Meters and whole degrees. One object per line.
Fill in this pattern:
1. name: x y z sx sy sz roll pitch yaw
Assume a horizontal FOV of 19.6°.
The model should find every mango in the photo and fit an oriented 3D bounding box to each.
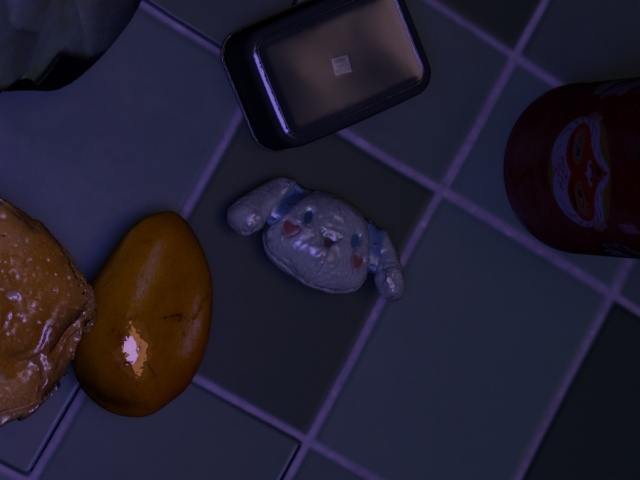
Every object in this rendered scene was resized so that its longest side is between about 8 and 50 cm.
1. mango: -0.180 0.076 1.933 0.145 0.112 0.219 22 82 -33

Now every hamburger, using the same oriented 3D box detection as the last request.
1. hamburger: -0.360 0.064 1.852 0.244 0.163 0.244 0 91 -27

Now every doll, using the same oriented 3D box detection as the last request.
1. doll: 0.000 0.000 2.016 0.214 0.071 0.103 27 71 -9

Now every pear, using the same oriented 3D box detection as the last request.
1. pear: -0.303 -0.329 1.786 0.165 0.399 0.398 27 82 19

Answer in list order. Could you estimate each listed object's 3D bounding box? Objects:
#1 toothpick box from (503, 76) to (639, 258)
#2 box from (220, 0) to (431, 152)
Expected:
1. toothpick box: 0.355 -0.078 1.994 0.204 0.333 0.204 -1 93 -19
2. box: 0.009 -0.190 2.002 0.201 0.090 0.144 -24 98 -16
